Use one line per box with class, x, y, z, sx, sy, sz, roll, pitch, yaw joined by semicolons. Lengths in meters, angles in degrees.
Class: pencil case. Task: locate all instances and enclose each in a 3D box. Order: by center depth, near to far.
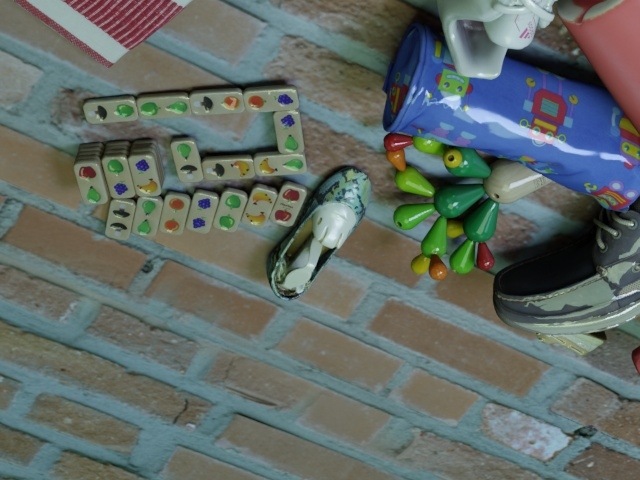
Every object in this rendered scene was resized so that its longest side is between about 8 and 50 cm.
pencil case;0.210;-0.128;1.792;0.306;0.133;0.119;18;84;-17

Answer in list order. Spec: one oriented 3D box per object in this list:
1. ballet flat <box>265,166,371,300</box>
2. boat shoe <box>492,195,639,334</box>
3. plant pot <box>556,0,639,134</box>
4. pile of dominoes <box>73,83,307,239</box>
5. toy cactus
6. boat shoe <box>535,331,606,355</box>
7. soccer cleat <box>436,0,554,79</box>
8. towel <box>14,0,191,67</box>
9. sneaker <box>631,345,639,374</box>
ballet flat;0.000;0.000;1.934;0.070;0.070;0.188;21;127;-18
boat shoe;0.357;-0.002;1.912;0.355;0.132;0.130;-17;120;2
plant pot;0.377;-0.205;1.646;0.243;0.275;0.275;40;120;-20
pile of dominoes;-0.138;-0.073;1.875;0.251;0.040;0.196;-4;130;7
toy cactus;0.166;-0.050;1.880;0.180;0.112;0.219;-19;121;3
boat shoe;0.277;0.102;2.036;0.135;0.050;0.045;26;121;-22
soccer cleat;0.200;-0.265;1.586;0.116;0.143;0.331;5;155;-14
towel;-0.183;-0.327;1.667;0.329;0.037;0.237;-35;125;28
sneaker;0.465;0.128;1.923;0.221;0.087;0.128;17;124;-26
